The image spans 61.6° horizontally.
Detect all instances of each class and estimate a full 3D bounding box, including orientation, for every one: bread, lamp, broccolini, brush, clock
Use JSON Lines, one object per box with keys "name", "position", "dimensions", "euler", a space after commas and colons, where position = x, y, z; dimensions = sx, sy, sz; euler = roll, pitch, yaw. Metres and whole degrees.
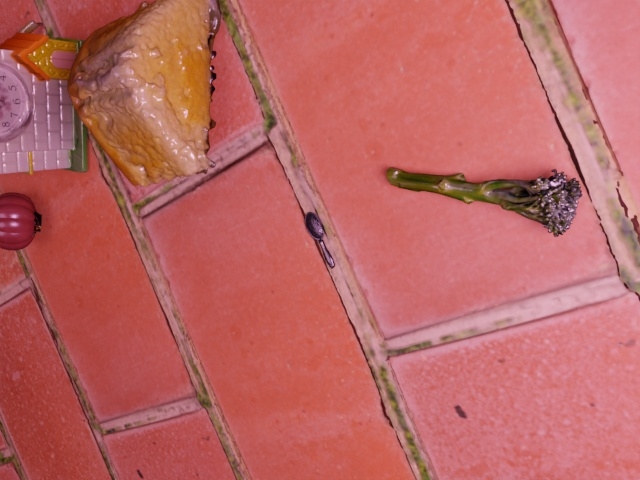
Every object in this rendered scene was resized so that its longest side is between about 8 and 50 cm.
{"name": "bread", "position": [-0.248, -0.209, 0.736], "dimensions": [0.204, 0.162, 0.262], "euler": [-3, 85, 41]}
{"name": "lamp", "position": [-0.565, -0.035, 0.986], "dimensions": [0.107, 0.092, 0.107], "euler": [-9, 80, 61]}
{"name": "broccolini", "position": [0.168, -0.057, 0.592], "dimensions": [0.216, 0.058, 0.067], "euler": [15, 111, 26]}
{"name": "brush", "position": [0.000, 0.000, 0.727], "dimensions": [0.024, 0.008, 0.083], "euler": [-25, 88, 28]}
{"name": "clock", "position": [-0.495, -0.206, 0.814], "dimensions": [0.106, 0.255, 0.220], "euler": [14, 108, 26]}

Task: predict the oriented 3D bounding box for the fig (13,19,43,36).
{"name": "fig", "position": [-0.553, -0.268, 0.918], "dimensions": [0.159, 0.159, 0.257], "euler": [39, 96, 16]}
